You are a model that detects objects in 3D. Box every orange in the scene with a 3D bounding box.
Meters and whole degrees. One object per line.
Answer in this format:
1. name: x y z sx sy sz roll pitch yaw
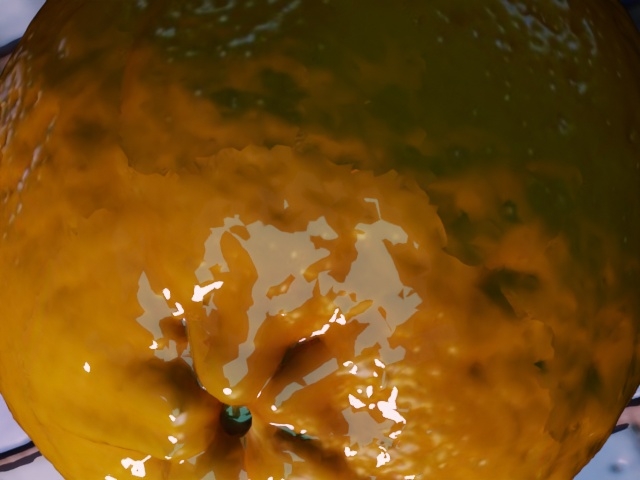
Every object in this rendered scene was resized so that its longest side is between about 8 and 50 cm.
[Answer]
1. orange: 0.000 0.000 0.911 0.341 0.293 0.340 5 123 8
